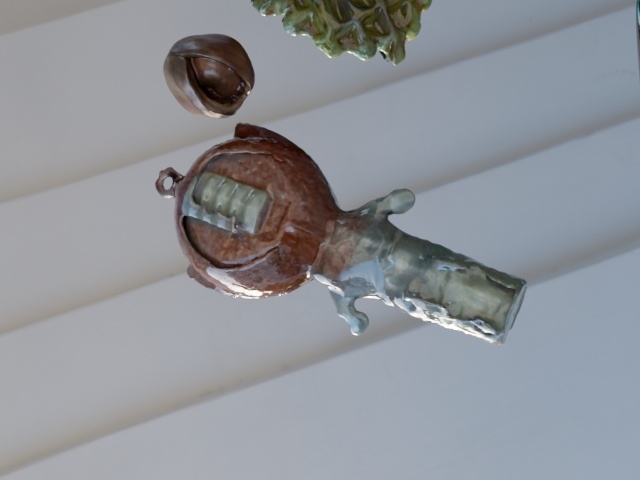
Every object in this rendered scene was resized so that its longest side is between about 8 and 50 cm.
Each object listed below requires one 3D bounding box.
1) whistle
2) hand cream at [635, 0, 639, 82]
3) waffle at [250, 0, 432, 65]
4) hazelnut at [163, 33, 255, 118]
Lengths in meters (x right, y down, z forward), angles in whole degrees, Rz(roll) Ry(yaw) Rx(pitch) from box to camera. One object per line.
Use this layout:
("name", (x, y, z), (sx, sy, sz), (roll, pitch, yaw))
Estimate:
("whistle", (-0.001, 0.001, 0.658), (0.346, 0.142, 0.134), (21, 161, 21))
("hand cream", (0.312, -0.082, 0.672), (0.120, 0.061, 0.270), (-14, -88, -62))
("waffle", (0.040, -0.313, 0.884), (0.054, 0.204, 0.223), (168, 119, -71))
("hazelnut", (-0.099, -0.147, 0.677), (0.086, 0.086, 0.086), (161, 90, -83))
